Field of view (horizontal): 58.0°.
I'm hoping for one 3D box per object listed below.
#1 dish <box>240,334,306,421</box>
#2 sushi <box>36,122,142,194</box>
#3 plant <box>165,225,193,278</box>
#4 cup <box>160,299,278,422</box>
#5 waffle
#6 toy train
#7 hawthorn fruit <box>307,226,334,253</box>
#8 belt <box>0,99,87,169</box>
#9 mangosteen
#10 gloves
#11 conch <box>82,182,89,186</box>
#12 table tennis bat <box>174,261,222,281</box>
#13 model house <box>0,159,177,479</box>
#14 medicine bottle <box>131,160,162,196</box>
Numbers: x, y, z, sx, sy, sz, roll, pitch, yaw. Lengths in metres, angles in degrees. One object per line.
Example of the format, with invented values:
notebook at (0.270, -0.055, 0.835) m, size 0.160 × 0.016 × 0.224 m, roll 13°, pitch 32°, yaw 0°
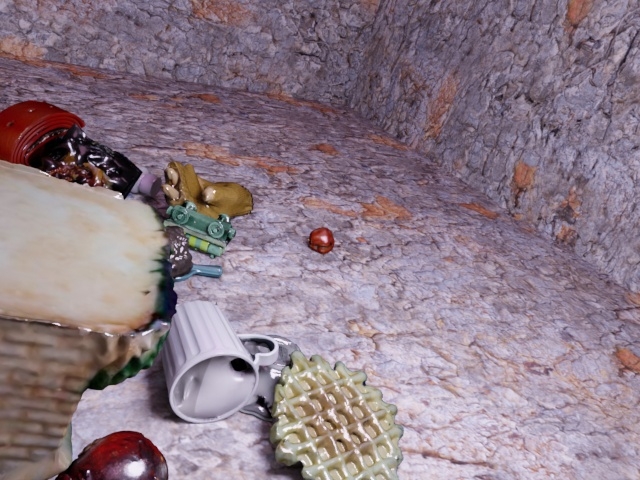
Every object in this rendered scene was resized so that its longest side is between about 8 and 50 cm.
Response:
dish at (-0.104, 0.272, 1.248) m, size 0.224 × 0.078 × 0.246 m, roll 20°, pitch 26°, yaw 0°
sushi at (-0.671, -0.151, 1.592) m, size 0.227 × 0.215 × 0.212 m, roll 37°, pitch 28°, yaw -10°
plant at (-0.451, 0.043, 1.373) m, size 0.274 × 0.149 × 0.146 m, roll -11°, pitch -7°, yaw -24°
cup at (-0.213, 0.239, 1.161) m, size 0.221 × 0.167 × 0.202 m, roll 22°, pitch 17°, yaw -35°
waffle at (0.036, 0.362, 1.133) m, size 0.291 × 0.056 × 0.309 m, roll 28°, pitch 30°, yaw -12°
toy train at (-0.341, -0.026, 1.620) m, size 0.200 × 0.132 × 0.083 m, roll 22°, pitch 20°, yaw 2°
hawthorn fruit at (0.000, 0.000, 1.864) m, size 0.093 × 0.093 × 0.093 m, roll 15°, pitch 26°, yaw -8°
belt at (-0.829, -0.288, 1.695) m, size 0.115 × 0.227 × 0.324 m, roll 26°, pitch 29°, yaw 8°
mangosteen at (-0.292, 0.375, 0.839) m, size 0.180 × 0.166 × 0.166 m, roll 48°, pitch 30°, yaw 3°
gloves at (-0.352, -0.131, 1.777) m, size 0.203 × 0.155 × 0.356 m, roll 25°, pitch 5°, yaw 32°
conch at (-0.623, -0.035, 1.383) m, size 0.182 × 0.149 × 0.275 m, roll -3°, pitch 21°, yaw 11°
table tennis bat at (-0.359, 0.073, 1.525) m, size 0.201 × 0.033 × 0.124 m, roll 7°, pitch 30°, yaw -14°
model house at (-0.469, 0.150, 0.908) m, size 0.395 × 0.400 × 0.445 m, roll 17°, pitch 21°, yaw -33°
medicine bottle at (-0.636, -0.218, 1.839) m, size 0.260 × 0.095 × 0.095 m, roll 23°, pitch 26°, yaw 10°
